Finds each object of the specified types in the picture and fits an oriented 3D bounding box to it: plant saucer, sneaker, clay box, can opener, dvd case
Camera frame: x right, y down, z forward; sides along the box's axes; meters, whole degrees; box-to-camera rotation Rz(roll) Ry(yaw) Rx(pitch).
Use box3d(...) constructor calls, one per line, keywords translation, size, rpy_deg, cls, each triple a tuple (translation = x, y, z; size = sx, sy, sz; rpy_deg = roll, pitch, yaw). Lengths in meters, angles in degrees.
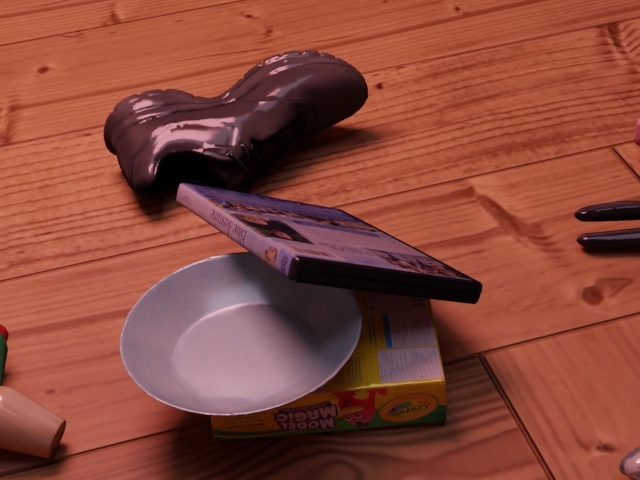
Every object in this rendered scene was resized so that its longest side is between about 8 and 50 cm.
box3d(translation=(-0.062, 0.082, 0.933), size=(0.194, 0.037, 0.195), rpy_deg=(-3, 37, 3), cls="plant saucer")
box3d(translation=(-0.079, -0.109, 1.231), size=(0.286, 0.109, 0.130), rpy_deg=(-19, 49, -7), cls="sneaker")
box3d(translation=(-0.012, 0.101, 0.977), size=(0.222, 0.053, 0.127), rpy_deg=(-6, 38, 1), cls="clay box")
box3d(translation=(0.335, -0.018, 1.103), size=(0.186, 0.073, 0.059), rpy_deg=(-10, 77, -2), cls="can opener")
box3d(translation=(0.000, 0.000, 1.014), size=(0.180, 0.022, 0.253), rpy_deg=(9, 11, -30), cls="dvd case")

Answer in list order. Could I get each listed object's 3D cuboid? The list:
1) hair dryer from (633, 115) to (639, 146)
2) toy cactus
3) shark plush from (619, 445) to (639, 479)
box3d(translation=(0.471, -0.104, 1.195), size=(0.293, 0.080, 0.224), rpy_deg=(0, 22, -3), cls="hair dryer")
box3d(translation=(-0.300, 0.137, 0.946), size=(0.180, 0.112, 0.219), rpy_deg=(22, 39, 3), cls="toy cactus")
box3d(translation=(0.304, 0.141, 0.896), size=(0.161, 0.073, 0.067), rpy_deg=(-37, 18, -28), cls="shark plush")
